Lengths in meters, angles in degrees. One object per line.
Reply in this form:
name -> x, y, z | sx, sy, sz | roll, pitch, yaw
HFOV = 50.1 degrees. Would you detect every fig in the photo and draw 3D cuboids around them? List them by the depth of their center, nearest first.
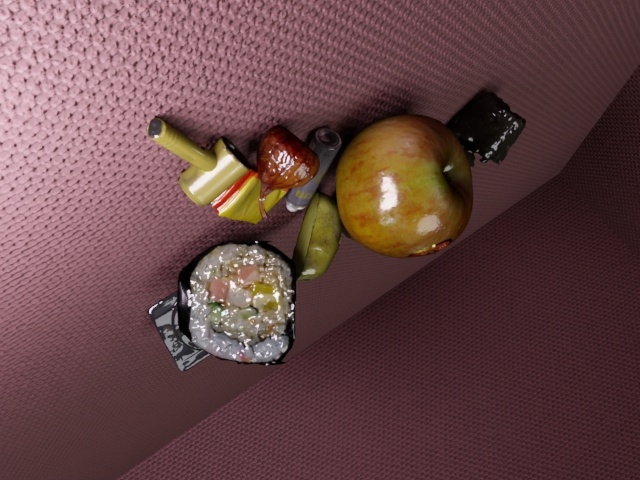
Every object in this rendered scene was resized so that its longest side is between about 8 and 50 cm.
fig -> -0.104, -0.152, 1.542 | 0.201, 0.146, 0.133 | -49, 145, 15

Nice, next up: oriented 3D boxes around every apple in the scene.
apple -> 0.216, -0.139, 1.837 | 0.333, 0.401, 0.400 | -15, 176, 32

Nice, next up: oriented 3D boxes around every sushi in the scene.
sushi -> -0.223, 0.164, 1.870 | 0.328, 0.328, 0.285 | -2, 180, -11

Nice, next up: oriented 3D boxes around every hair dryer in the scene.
hair dryer -> -0.259, -0.164, 1.358 | 0.135, 0.090, 0.278 | -38, 156, 9

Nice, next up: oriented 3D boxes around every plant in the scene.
plant -> 0.522, -0.333, 2.237 | 0.276, 0.188, 0.199 | -46, 160, 25

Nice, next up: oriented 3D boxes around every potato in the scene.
potato -> 0.000, 0.000, 1.974 | 0.160, 0.111, 0.272 | 150, -45, -72

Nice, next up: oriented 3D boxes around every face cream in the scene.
face cream -> -0.028, -0.173, 1.772 | 0.073, 0.073, 0.284 | -24, 158, -36

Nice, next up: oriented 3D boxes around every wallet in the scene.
wallet -> -0.171, -0.114, 1.677 | 0.141, 0.067, 0.241 | -45, 166, 9
wallet -> -0.320, 0.213, 2.009 | 0.322, 0.041, 0.247 | -31, 118, -17

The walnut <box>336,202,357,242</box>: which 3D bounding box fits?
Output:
walnut -> 0.147, -0.087, 2.134 | 0.224, 0.224, 0.224 | -33, 162, -12
